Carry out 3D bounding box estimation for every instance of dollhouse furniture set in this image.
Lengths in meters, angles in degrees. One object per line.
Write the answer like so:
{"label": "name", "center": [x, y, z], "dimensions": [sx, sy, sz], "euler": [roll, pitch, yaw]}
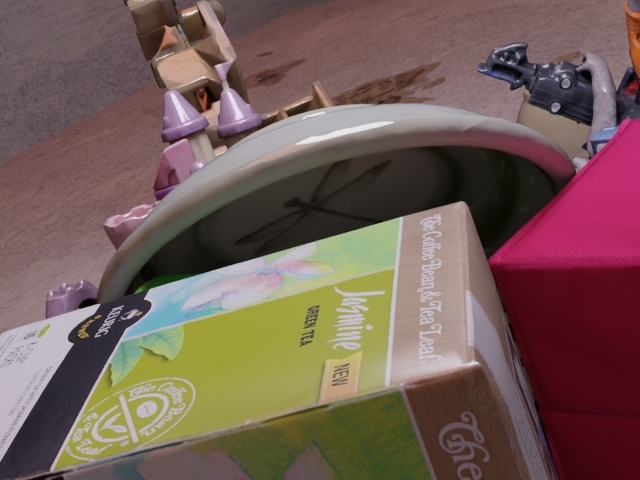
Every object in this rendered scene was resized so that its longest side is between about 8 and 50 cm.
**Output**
{"label": "dollhouse furniture set", "center": [-0.092, -0.208, 1.733], "dimensions": [0.256, 0.394, 0.362], "euler": [-24, 62, -7]}

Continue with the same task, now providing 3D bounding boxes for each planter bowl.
{"label": "planter bowl", "center": [0.351, -0.181, 1.648], "dimensions": [0.162, 0.109, 0.162], "euler": [-18, 19, 6]}

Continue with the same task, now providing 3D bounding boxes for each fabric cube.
{"label": "fabric cube", "center": [0.318, 0.057, 0.819], "dimensions": [0.258, 0.259, 0.254], "euler": [-2, 28, 42]}

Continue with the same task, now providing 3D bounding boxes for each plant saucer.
{"label": "plant saucer", "center": [0.009, -0.013, 0.951], "dimensions": [0.401, 0.100, 0.400], "euler": [-13, -25, -6]}

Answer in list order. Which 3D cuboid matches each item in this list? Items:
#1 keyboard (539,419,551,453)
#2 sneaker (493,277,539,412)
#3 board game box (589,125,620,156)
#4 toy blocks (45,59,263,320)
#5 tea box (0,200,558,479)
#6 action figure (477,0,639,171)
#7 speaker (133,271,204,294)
{"label": "keyboard", "center": [0.054, 0.150, 1.070], "dimensions": [0.202, 0.033, 0.317], "euler": [-20, 32, -20]}
{"label": "sneaker", "center": [0.113, 0.108, 0.965], "dimensions": [0.331, 0.122, 0.146], "euler": [-11, 64, 0]}
{"label": "board game box", "center": [0.403, -0.063, 1.241], "dimensions": [0.201, 0.136, 0.035], "euler": [-1, 27, 43]}
{"label": "toy blocks", "center": [-0.141, -0.036, 1.249], "dimensions": [0.309, 0.260, 0.288], "euler": [-13, 15, 35]}
{"label": "tea box", "center": [-0.016, 0.198, 0.671], "dimensions": [0.324, 0.329, 0.220], "euler": [-17, 19, 11]}
{"label": "action figure", "center": [0.351, -0.168, 1.321], "dimensions": [0.341, 0.330, 0.178], "euler": [14, 39, 5]}
{"label": "speaker", "center": [-0.115, 0.175, 0.868], "dimensions": [0.131, 0.296, 0.131], "euler": [12, 28, -7]}
